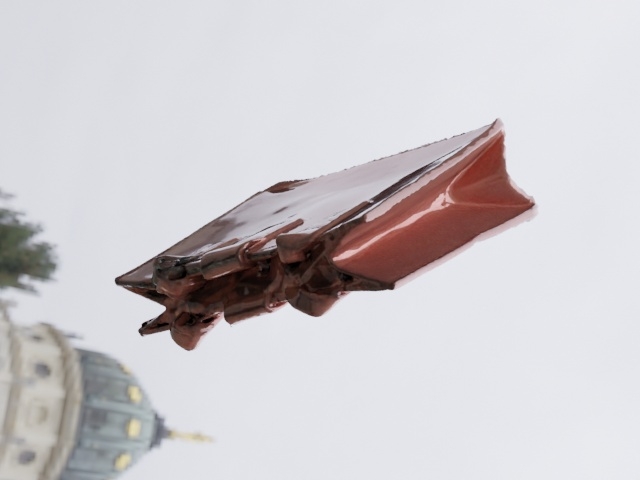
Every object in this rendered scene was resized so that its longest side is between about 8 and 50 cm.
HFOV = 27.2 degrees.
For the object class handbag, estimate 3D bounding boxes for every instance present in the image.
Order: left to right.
[{"bbox_3d":[0.000,0.000,0.746,0.213,0.157,0.059,-13,-77,46],"label":"handbag"}]
